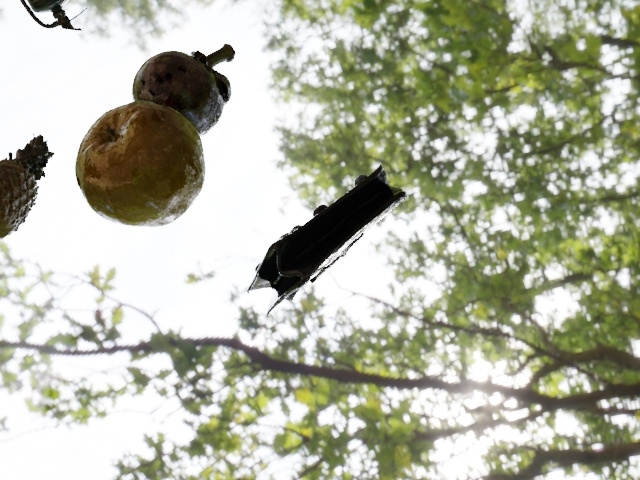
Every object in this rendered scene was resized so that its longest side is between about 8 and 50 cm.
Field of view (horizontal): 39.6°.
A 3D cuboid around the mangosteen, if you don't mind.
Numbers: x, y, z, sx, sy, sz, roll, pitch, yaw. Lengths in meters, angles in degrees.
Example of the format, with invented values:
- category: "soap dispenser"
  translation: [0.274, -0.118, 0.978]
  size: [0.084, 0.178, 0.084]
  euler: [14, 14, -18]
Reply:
- category: "mangosteen"
  translation: [-0.324, -0.382, 2.183]
  size: [0.231, 0.231, 0.289]
  euler: [10, -125, 42]

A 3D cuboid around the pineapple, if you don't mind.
- category: "pineapple"
  translation: [-0.847, -0.162, 2.404]
  size: [0.202, 0.202, 0.362]
  euler: [-9, -141, 22]

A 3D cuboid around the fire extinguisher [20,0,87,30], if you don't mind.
- category: "fire extinguisher"
  translation: [-0.576, -0.542, 1.798]
  size: [0.118, 0.294, 0.093]
  euler: [-26, -163, 1]

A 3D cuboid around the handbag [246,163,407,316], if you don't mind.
- category: "handbag"
  translation: [0.000, 0.000, 1.767]
  size: [0.326, 0.118, 0.269]
  euler: [-37, 173, -33]

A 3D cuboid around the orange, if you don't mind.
- category: "orange"
  translation: [-0.370, -0.153, 1.851]
  size: [0.279, 0.235, 0.279]
  euler: [-18, -131, 22]
